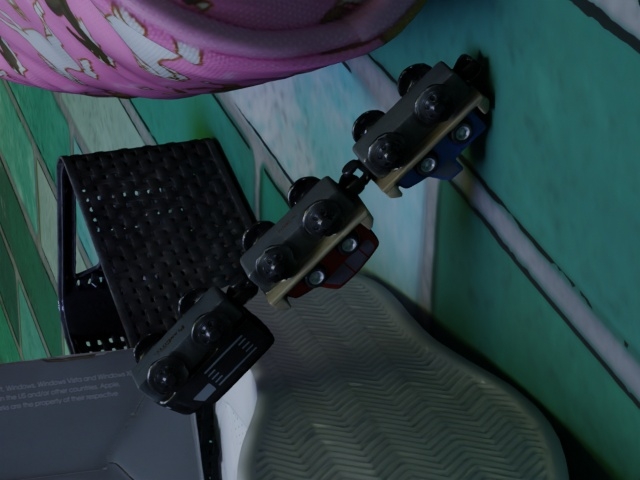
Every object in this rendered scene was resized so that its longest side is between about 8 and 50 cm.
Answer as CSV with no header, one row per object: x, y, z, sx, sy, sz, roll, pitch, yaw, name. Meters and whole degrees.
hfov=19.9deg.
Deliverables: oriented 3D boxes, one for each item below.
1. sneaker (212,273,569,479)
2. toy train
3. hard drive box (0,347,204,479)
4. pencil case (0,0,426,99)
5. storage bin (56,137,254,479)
0.020,0.129,0.642,0.292,0.108,0.169,-120,24,-72,sneaker
0.000,0.000,0.614,0.036,0.158,0.027,41,-172,-31,toy train
-0.158,0.119,0.771,0.232,0.181,0.089,131,132,-69,hard drive box
-0.076,-0.139,0.721,0.386,0.160,0.167,-173,82,-73,pencil case
-0.075,0.044,0.926,0.180,0.084,0.122,-118,27,-47,storage bin
